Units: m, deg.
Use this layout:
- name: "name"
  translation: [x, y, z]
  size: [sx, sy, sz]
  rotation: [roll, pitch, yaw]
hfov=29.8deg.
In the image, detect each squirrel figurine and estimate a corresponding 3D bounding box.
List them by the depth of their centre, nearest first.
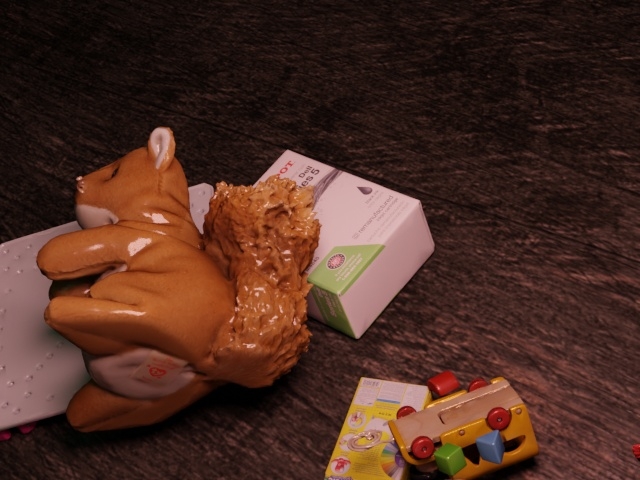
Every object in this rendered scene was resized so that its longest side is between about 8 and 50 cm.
- name: "squirrel figurine"
  translation: [-0.191, 0.029, 1.685]
  size: [0.397, 0.281, 0.370]
  rotation: [-6, 50, 1]

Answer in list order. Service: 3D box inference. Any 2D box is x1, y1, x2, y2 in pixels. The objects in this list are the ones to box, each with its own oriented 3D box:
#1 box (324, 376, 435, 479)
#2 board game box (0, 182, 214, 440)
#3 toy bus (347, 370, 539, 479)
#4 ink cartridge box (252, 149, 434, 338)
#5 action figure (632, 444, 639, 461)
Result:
- name: "box"
  translation: [0.077, 0.269, 1.578]
  size: [0.105, 0.043, 0.179]
  rotation: [6, 49, 24]
- name: "board game box"
  translation: [-0.335, 0.107, 1.884]
  size: [0.390, 0.050, 0.390]
  rotation: [-16, 45, 6]
- name: "toy bus"
  translation: [0.171, 0.255, 1.506]
  size: [0.202, 0.104, 0.191]
  rotation: [-2, 25, 40]
- name: "ink cartridge box"
  translation: [0.000, 0.000, 1.806]
  size: [0.273, 0.115, 0.198]
  rotation: [23, 61, 37]
- name: "action figure"
  translation: [0.404, 0.282, 1.377]
  size: [0.091, 0.139, 0.280]
  rotation: [0, 46, 20]
